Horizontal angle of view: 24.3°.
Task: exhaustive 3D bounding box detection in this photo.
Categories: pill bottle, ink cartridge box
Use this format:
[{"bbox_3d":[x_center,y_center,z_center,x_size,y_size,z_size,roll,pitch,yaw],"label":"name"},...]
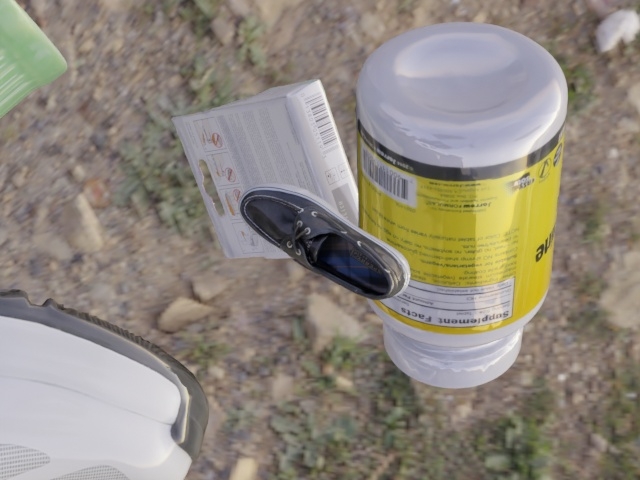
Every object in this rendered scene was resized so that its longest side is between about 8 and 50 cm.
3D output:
[{"bbox_3d":[0.129,-0.022,1.403,0.188,0.188,0.333,-23,137,-21],"label":"pill bottle"},{"bbox_3d":[-0.054,-0.071,1.611,0.056,0.225,0.181,-28,105,-33],"label":"ink cartridge box"}]

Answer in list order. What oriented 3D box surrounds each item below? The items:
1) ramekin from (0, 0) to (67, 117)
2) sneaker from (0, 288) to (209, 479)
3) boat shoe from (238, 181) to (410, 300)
[{"bbox_3d":[-0.368,-0.198,1.219,0.303,0.303,0.148,45,85,-11],"label":"ramekin"},{"bbox_3d":[-0.273,0.142,0.637,0.448,0.169,0.257,8,72,-19],"label":"sneaker"},{"bbox_3d":[0.000,0.000,1.090,0.142,0.040,0.049,27,109,10],"label":"boat shoe"}]
